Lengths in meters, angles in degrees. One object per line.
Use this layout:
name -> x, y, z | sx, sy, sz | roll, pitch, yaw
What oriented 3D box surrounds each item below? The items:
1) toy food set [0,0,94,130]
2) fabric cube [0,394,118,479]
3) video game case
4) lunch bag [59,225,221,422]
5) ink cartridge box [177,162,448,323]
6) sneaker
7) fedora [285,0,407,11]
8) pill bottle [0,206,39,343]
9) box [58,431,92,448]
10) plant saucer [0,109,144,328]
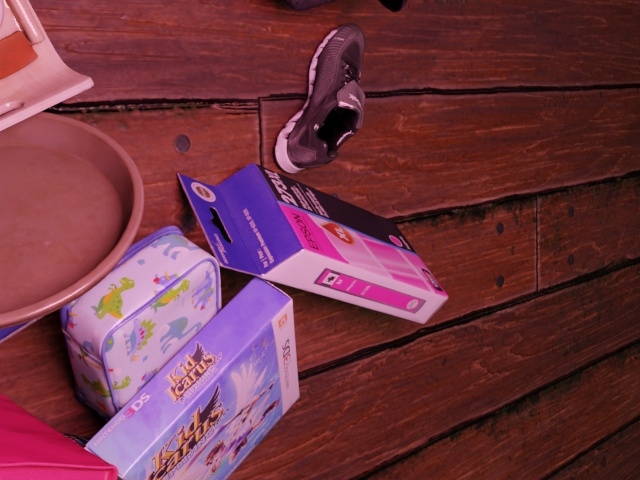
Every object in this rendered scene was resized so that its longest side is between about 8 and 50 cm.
toy food set -> -0.368, -0.236, 0.696 | 0.220, 0.092, 0.306 | -38, 115, -33
fabric cube -> -0.372, 0.267, 0.654 | 0.259, 0.258, 0.254 | 21, 82, -42
video game case -> -0.132, 0.211, 0.923 | 0.269, 0.061, 0.244 | -46, 153, -29
lunch bag -> -0.188, 0.101, 0.860 | 0.176, 0.090, 0.219 | -40, 152, -32
ink cartridge box -> 0.000, 0.000, 1.018 | 0.371, 0.175, 0.069 | 17, 120, -41
sneaker -> 0.026, -0.194, 1.060 | 0.078, 0.106, 0.234 | 36, 71, -40
fedora -> -0.026, -0.401, 0.930 | 0.153, 0.334, 0.334 | -29, 119, 1
pill bottle -> -0.326, 0.038, 0.757 | 0.219, 0.123, 0.122 | -37, 119, -33
box -> -0.277, 0.256, 0.878 | 0.083, 0.052, 0.062 | 27, 77, -42
plant saucer -> -0.299, -0.021, 0.703 | 0.278, 0.278, 0.041 | -36, 149, -34
